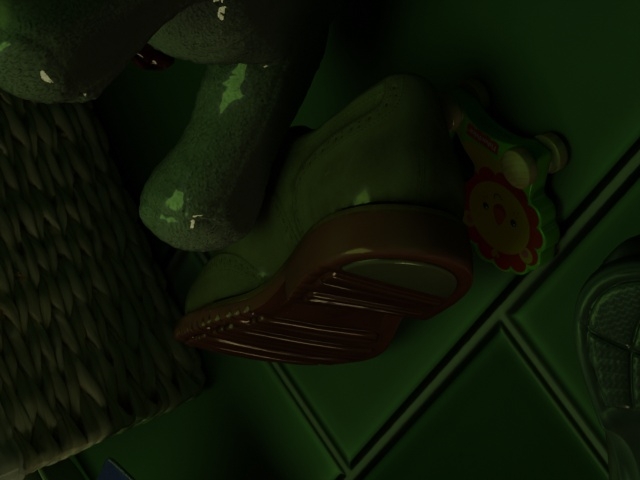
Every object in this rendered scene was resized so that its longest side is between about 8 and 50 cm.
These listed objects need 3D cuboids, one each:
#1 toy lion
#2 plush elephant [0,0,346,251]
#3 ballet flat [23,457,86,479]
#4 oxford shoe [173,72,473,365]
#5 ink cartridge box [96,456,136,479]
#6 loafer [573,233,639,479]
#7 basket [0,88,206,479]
[{"bbox_3d":[0.101,-0.032,0.916,0.100,0.034,0.096,41,141,32],"label":"toy lion"},{"bbox_3d":[-0.111,-0.208,0.892,0.255,0.272,0.330,32,89,28],"label":"plush elephant"},{"bbox_3d":[-0.236,0.293,1.419,0.124,0.116,0.342,-28,80,34],"label":"ballet flat"},{"bbox_3d":[0.000,0.000,1.002,0.348,0.123,0.130,-29,53,60],"label":"oxford shoe"},{"bbox_3d":[-0.108,0.354,1.179,0.303,0.072,0.307,41,140,12],"label":"ink cartridge box"},{"bbox_3d":[0.198,0.124,0.847,0.096,0.084,0.267,-6,108,19],"label":"loafer"},{"bbox_3d":[-0.318,0.047,1.210,0.331,0.266,0.328,-24,87,37],"label":"basket"}]
